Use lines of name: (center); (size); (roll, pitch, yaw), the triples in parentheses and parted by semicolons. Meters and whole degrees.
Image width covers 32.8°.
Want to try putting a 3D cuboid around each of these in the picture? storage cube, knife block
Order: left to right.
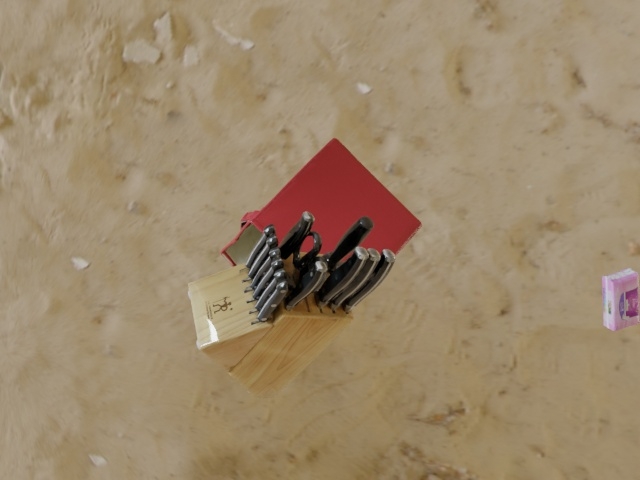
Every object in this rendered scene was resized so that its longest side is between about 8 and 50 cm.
knife block: (-0.015, 0.073, 1.248); (0.242, 0.275, 0.088); (-18, 60, 9)
storage cube: (0.000, 0.000, 1.619); (0.215, 0.184, 0.193); (44, 65, -3)

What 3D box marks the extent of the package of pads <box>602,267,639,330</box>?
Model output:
package of pads: (0.437, 0.085, 1.581); (0.050, 0.032, 0.083); (-15, 111, -18)
